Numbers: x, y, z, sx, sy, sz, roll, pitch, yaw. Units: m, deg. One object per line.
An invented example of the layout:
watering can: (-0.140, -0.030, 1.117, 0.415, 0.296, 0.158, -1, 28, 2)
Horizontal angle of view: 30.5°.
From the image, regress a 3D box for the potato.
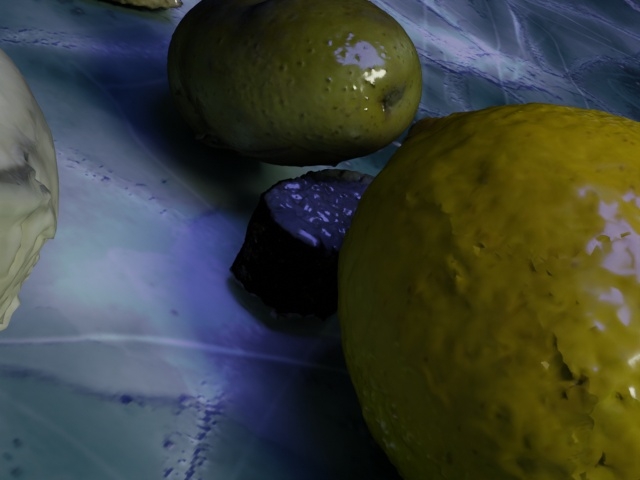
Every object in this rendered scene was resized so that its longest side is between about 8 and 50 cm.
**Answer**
potato: (-0.025, -0.125, 0.900, 0.169, 0.143, 0.248, -38, 32, -20)

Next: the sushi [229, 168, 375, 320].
sushi: (0.000, 0.000, 0.834, 0.090, 0.078, 0.150, 32, 30, 14)

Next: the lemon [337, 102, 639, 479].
lemon: (0.143, 0.052, 0.709, 0.268, 0.268, 0.322, 6, 40, -37)

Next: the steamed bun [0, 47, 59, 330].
steamed bun: (-0.285, 0.001, 0.412, 0.312, 0.233, 0.334, 38, 30, 16)

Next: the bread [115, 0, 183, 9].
bread: (-0.180, -0.304, 1.044, 0.169, 0.160, 0.140, 8, 37, -35)
